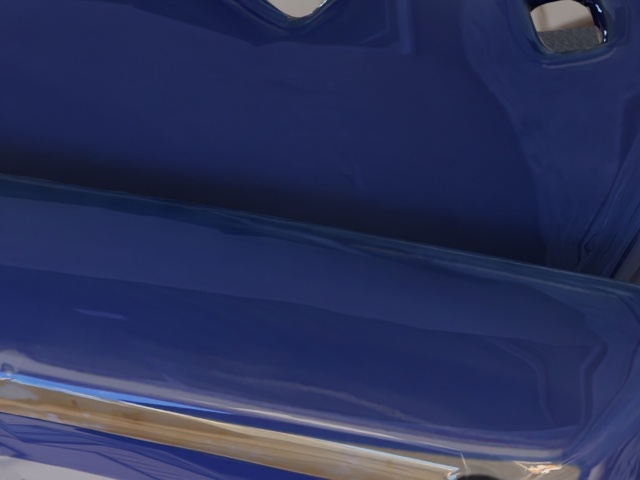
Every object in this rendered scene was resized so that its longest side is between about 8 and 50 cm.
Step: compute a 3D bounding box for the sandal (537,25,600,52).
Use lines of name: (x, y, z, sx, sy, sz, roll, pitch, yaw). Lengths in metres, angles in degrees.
sandal: (0.197, -0.115, 1.216, 0.254, 0.054, 0.097, -3, -149, -36)

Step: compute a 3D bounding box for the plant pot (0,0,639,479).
plant pot: (0.000, 0.000, 0.466, 0.236, 0.236, 0.212, 85, -162, -55)
